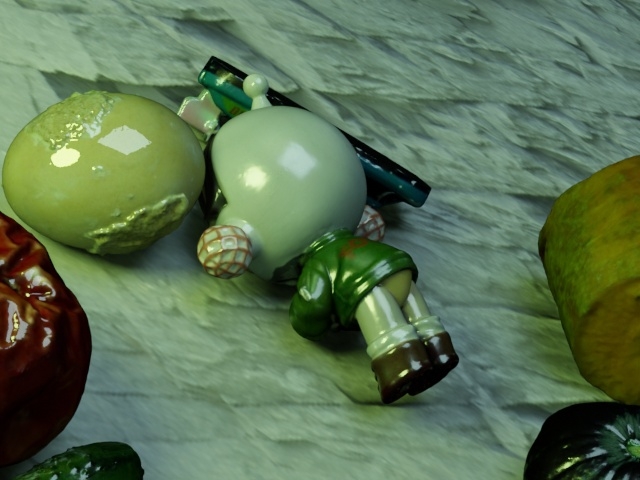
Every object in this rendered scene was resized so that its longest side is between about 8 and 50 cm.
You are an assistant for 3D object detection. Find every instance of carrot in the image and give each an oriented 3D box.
[{"bbox_3d":[0.384,0.060,1.694,0.241,0.241,0.341,14,35,-21],"label":"carrot"}]

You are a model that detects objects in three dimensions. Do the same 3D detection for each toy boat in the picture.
[{"bbox_3d":[-0.019,-0.100,1.743,0.299,0.092,0.134,30,4,-10],"label":"toy boat"}]

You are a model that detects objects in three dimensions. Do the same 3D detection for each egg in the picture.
[{"bbox_3d":[-0.212,-0.066,1.494,0.201,0.164,0.164,-5,46,-20],"label":"egg"}]

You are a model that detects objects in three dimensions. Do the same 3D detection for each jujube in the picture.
[{"bbox_3d":[-0.307,0.077,1.228,0.213,0.213,0.232,-15,50,-45],"label":"jujube"}]

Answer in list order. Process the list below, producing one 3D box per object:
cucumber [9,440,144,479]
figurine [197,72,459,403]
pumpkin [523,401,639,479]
[{"bbox_3d":[-0.234,0.215,1.215,0.227,0.069,0.069,-18,57,-44],"label":"cucumber"},{"bbox_3d":[0.000,0.000,1.562,0.281,0.167,0.370,-9,57,-52],"label":"figurine"},{"bbox_3d":[0.295,0.248,1.485,0.202,0.140,0.202,7,35,-5],"label":"pumpkin"}]
